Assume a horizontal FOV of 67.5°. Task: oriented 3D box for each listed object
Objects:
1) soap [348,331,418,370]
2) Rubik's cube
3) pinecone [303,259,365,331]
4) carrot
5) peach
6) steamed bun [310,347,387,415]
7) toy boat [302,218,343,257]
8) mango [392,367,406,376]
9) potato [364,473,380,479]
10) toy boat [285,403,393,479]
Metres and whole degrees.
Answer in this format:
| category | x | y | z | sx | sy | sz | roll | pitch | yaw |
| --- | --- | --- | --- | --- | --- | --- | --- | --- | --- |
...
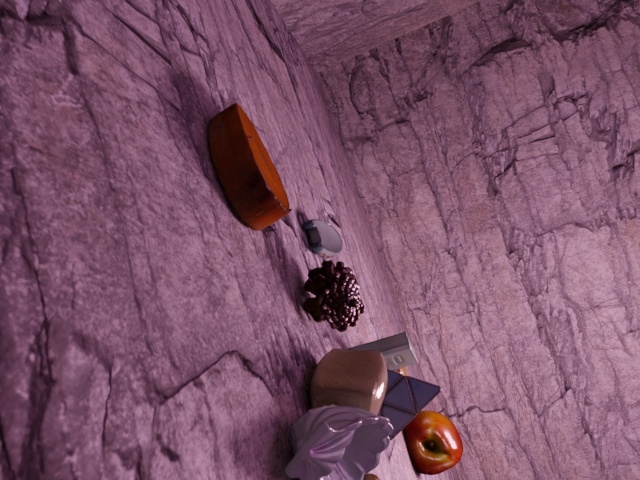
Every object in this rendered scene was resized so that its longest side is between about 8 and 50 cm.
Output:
| category | x | y | z | sx | sy | sz | roll | pitch | yaw |
| --- | --- | --- | --- | --- | --- | --- | --- | --- | --- |
| soap | 0.202 | 0.371 | 1.544 | 0.066 | 0.198 | 0.119 | -97 | 162 | -45 |
| Rubik's cube | 0.152 | 0.466 | 1.333 | 0.229 | 0.229 | 0.233 | 10 | 98 | -35 |
| pinecone | 0.033 | 0.141 | 1.289 | 0.195 | 0.150 | 0.179 | -90 | 156 | -59 |
| carrot | -0.158 | -0.177 | 1.101 | 0.258 | 0.100 | 0.307 | 56 | 17 | -58 |
| peach | 0.466 | 0.841 | 2.005 | 0.274 | 0.246 | 0.248 | 59 | 41 | -80 |
| steamed bun | 0.068 | 0.352 | 1.107 | 0.239 | 0.170 | 0.152 | -35 | 127 | -75 |
| toy boat | 0.000 | 0.000 | 1.603 | 0.208 | 0.079 | 0.134 | 9 | 54 | -64 |
| mango | 0.250 | 0.480 | 1.760 | 0.262 | 0.130 | 0.167 | 9 | 67 | -81 |
| potato | 0.136 | 0.623 | 1.239 | 0.093 | 0.036 | 0.037 | 15 | 59 | -74 |
| toy boat | 0.027 | 0.384 | 0.894 | 0.100 | 0.199 | 0.290 | 33 | -7 | 36 |
